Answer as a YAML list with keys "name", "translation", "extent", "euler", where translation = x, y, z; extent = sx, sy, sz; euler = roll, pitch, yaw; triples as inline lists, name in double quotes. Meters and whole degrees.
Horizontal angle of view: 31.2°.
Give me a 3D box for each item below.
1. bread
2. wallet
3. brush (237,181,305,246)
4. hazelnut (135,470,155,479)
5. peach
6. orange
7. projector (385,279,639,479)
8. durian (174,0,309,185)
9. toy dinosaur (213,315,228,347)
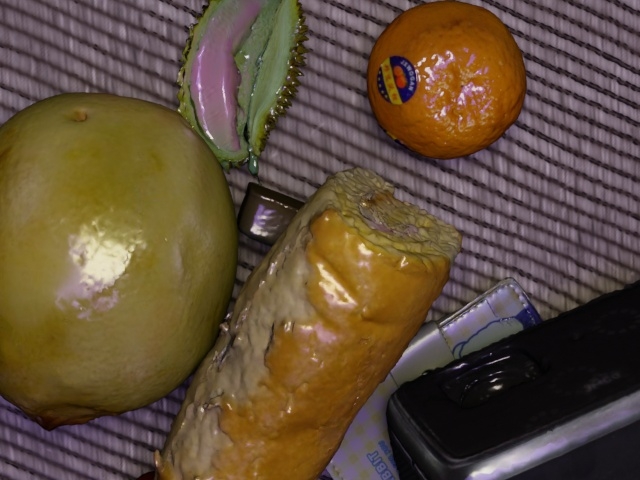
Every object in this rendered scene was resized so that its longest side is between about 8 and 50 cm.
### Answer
- name: "bread"
  translation: [-0.025, 0.123, 1.126]
  extent: [0.165, 0.236, 0.375]
  euler: [33, 110, 6]
- name: "wallet"
  translation: [0.149, 0.204, 1.337]
  extent: [0.309, 0.077, 0.223]
  euler: [-33, 100, -4]
- name: "brush"
  translation: [0.000, 0.000, 1.279]
  extent: [0.197, 0.123, 0.059]
  euler: [25, 95, -7]
- name: "hazelnut"
  translation: [-0.137, 0.352, 1.262]
  extent: [0.210, 0.186, 0.210]
  euler: [3, 86, -45]
- name: "peach"
  translation: [-0.228, 0.019, 1.172]
  extent: [0.281, 0.314, 0.316]
  euler: [14, 55, -28]
- name: "orange"
  translation: [0.137, -0.177, 1.263]
  extent: [0.177, 0.155, 0.178]
  euler: [0, 99, 1]
- name: "projector"
  translation: [0.319, 0.302, 1.239]
  extent: [0.395, 0.242, 0.405]
  euler: [-23, 110, -10]
- name: "durian"
  translation: [-0.083, -0.181, 1.273]
  extent: [0.137, 0.095, 0.221]
  euler: [18, 96, 28]
- name: "toy dinosaur"
  translation: [-0.095, 0.119, 1.325]
  extent: [0.106, 0.044, 0.187]
  euler: [0, 94, 9]
